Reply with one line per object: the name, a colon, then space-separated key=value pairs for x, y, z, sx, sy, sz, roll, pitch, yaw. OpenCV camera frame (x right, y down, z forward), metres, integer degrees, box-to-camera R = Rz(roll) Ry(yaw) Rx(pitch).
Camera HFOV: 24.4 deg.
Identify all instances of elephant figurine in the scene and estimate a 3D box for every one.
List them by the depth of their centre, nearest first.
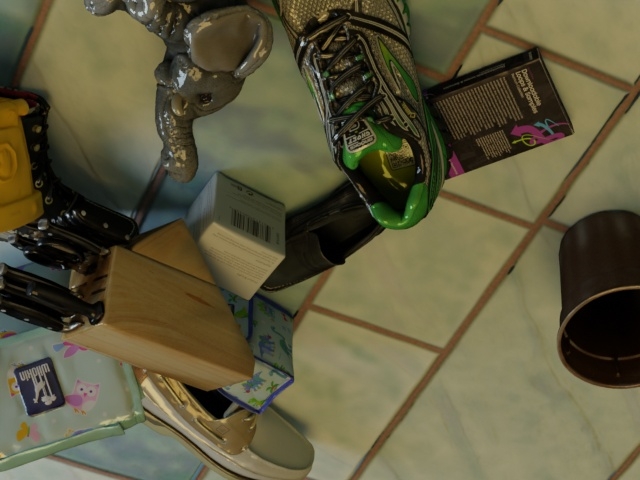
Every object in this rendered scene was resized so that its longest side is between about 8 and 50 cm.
elephant figurine: x=-0.127 y=-0.213 z=1.551 sx=0.186 sy=0.169 sz=0.239 roll=-18 pitch=123 yaw=33

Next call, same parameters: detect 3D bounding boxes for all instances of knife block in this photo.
knife block: x=-0.226 y=0.087 z=1.634 sx=0.088 sy=0.242 sz=0.275 roll=-19 pitch=101 yaw=45

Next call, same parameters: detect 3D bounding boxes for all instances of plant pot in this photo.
plant pot: x=0.358 y=0.061 z=1.771 sx=0.167 sy=0.165 sz=0.167 roll=0 pitch=131 yaw=0

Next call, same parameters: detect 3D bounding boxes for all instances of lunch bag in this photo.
lunch bag: x=-0.338 y=0.153 z=1.755 sx=0.223 sy=0.262 sz=0.160 roll=-17 pitch=131 yaw=-11
lunch bag: x=-0.110 y=0.121 z=1.848 sx=0.151 sy=0.129 sz=0.096 roll=31 pitch=119 yaw=-21

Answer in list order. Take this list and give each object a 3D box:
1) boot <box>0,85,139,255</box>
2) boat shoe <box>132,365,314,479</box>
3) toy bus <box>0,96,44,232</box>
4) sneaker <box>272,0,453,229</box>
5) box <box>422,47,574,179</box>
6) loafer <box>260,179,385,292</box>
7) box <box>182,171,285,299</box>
boot: x=-0.317 y=-0.073 z=1.706 sx=0.236 sy=0.085 sz=0.178 roll=15 pitch=128 yaw=-1
boat shoe: x=-0.125 y=0.232 z=1.954 sx=0.302 sy=0.113 sz=0.103 roll=29 pitch=130 yaw=-21
toy bus: x=-0.423 y=-0.112 z=1.591 sx=0.220 sy=0.149 sz=0.211 roll=8 pitch=109 yaw=28
sneaker: x=0.050 y=-0.167 z=1.578 sx=0.134 sy=0.146 sz=0.343 roll=-21 pitch=115 yaw=19
box: x=0.194 y=-0.143 z=1.688 sx=0.162 sy=0.029 sz=0.116 roll=-18 pitch=127 yaw=17
loafer: x=0.000 y=0.000 z=1.778 sx=0.223 sy=0.078 sz=0.076 roll=-36 pitch=121 yaw=27
box: x=-0.105 y=-0.005 z=1.759 sx=0.101 sy=0.102 sz=0.087 roll=26 pitch=124 yaw=-21
